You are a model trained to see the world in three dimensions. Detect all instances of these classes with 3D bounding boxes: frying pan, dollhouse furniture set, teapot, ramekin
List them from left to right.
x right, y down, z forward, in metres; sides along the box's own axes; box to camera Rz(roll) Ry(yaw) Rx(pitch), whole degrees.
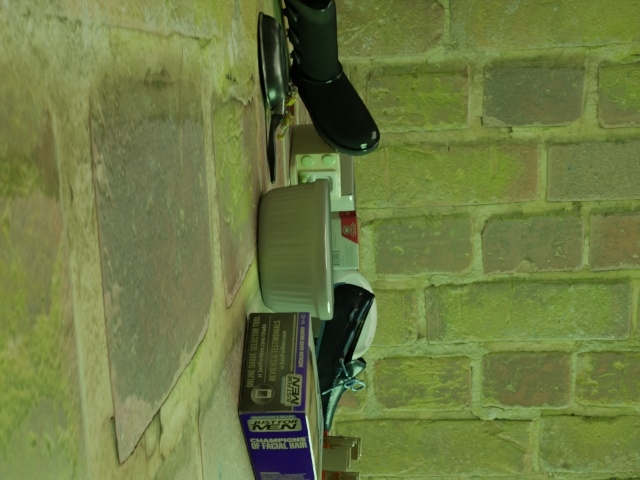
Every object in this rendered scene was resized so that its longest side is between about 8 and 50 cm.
[{"bbox_3d":[-0.093,-0.299,1.683,0.197,0.053,0.326,78,7,-71],"label":"frying pan"},{"bbox_3d":[-0.043,0.018,1.600,0.273,0.127,0.273,-2,90,-88],"label":"ramekin"},{"bbox_3d":[0.000,0.525,1.752,0.262,0.135,0.259,41,52,-78],"label":"dollhouse furniture set"},{"bbox_3d":[0.010,0.189,2.114,0.256,0.187,0.252,-52,126,-45],"label":"teapot"}]

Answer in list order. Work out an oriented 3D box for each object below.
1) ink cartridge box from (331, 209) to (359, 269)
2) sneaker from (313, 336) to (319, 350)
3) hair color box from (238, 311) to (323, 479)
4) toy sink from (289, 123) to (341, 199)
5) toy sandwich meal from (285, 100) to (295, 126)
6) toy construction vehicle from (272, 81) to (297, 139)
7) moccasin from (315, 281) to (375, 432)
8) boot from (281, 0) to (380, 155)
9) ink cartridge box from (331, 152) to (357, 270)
[{"bbox_3d":[0.000,0.000,1.987,0.072,0.175,0.127,-91,179,-73],"label":"ink cartridge box"},{"bbox_3d":[-0.049,0.262,1.913,0.208,0.081,0.094,10,86,-81],"label":"sneaker"},{"bbox_3d":[-0.056,0.290,1.395,0.339,0.110,0.185,82,7,-48],"label":"hair color box"},{"bbox_3d":[-0.010,-0.200,2.330,0.234,0.131,0.153,-87,174,-55],"label":"toy sink"},{"bbox_3d":[-0.076,-0.311,2.107,0.085,0.029,0.086,-2,90,-87],"label":"toy sandwich meal"},{"bbox_3d":[-0.071,-0.271,1.791,0.086,0.035,0.098,145,-48,-58],"label":"toy construction vehicle"},{"bbox_3d":[0.048,0.267,1.888,0.138,0.117,0.342,-10,110,-81],"label":"moccasin"},{"bbox_3d":[0.023,-0.460,2.122,0.367,0.146,0.445,52,-17,24],"label":"boot"},{"bbox_3d":[0.034,-0.071,2.755,0.285,0.166,0.395,-89,175,-51],"label":"ink cartridge box"}]
